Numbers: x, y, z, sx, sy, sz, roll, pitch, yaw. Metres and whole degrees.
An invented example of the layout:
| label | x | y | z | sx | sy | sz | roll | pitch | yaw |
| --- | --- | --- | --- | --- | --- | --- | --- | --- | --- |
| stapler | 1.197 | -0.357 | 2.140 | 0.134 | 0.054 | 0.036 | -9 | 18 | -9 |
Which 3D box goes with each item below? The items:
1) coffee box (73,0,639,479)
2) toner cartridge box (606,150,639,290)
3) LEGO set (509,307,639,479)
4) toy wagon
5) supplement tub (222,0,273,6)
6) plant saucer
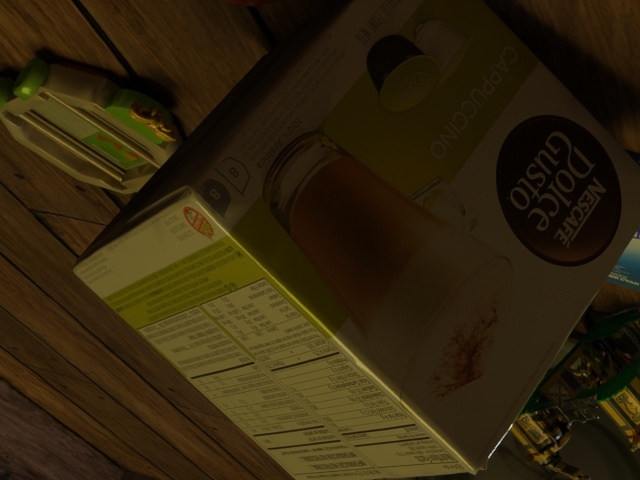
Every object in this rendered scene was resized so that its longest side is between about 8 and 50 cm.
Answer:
| label | x | y | z | sx | sy | sz | roll | pitch | yaw |
| --- | --- | --- | --- | --- | --- | --- | --- | --- | --- |
| coffee box | 0.036 | -0.007 | 1.211 | 0.334 | 0.337 | 0.338 | 44 | 153 | -11 |
| toner cartridge box | 0.403 | 0.007 | 1.325 | 0.348 | 0.075 | 0.165 | 17 | 156 | 16 |
| LEGO set | 0.400 | 0.210 | 1.565 | 0.192 | 0.255 | 0.331 | 49 | 148 | -3 |
| toy wagon | -0.277 | -0.142 | 1.681 | 0.267 | 0.068 | 0.344 | 34 | 156 | -27 |
| supplement tub | -0.063 | -0.284 | 1.061 | 0.106 | 0.106 | 0.198 | 20 | 159 | 8 |
| plant saucer | 0.296 | 0.323 | 1.714 | 0.400 | 0.400 | 0.100 | 21 | 153 | 6 |
